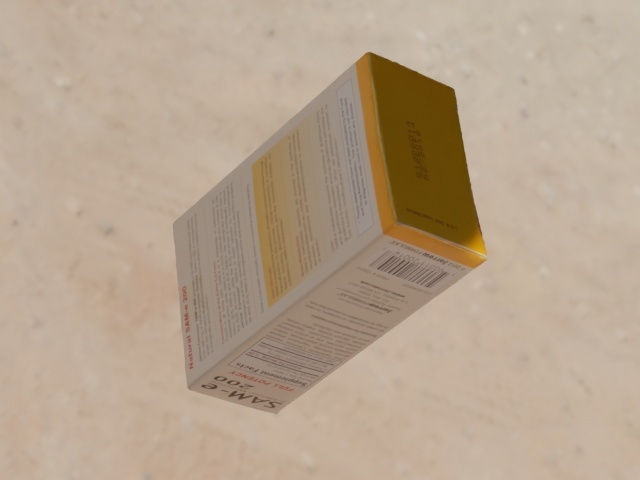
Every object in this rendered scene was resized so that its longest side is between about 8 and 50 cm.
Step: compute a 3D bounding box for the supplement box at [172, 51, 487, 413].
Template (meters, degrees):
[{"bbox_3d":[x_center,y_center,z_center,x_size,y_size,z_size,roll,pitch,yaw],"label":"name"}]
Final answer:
[{"bbox_3d":[0.000,0.000,0.521,0.036,0.098,0.062,20,48,-34],"label":"supplement box"}]
